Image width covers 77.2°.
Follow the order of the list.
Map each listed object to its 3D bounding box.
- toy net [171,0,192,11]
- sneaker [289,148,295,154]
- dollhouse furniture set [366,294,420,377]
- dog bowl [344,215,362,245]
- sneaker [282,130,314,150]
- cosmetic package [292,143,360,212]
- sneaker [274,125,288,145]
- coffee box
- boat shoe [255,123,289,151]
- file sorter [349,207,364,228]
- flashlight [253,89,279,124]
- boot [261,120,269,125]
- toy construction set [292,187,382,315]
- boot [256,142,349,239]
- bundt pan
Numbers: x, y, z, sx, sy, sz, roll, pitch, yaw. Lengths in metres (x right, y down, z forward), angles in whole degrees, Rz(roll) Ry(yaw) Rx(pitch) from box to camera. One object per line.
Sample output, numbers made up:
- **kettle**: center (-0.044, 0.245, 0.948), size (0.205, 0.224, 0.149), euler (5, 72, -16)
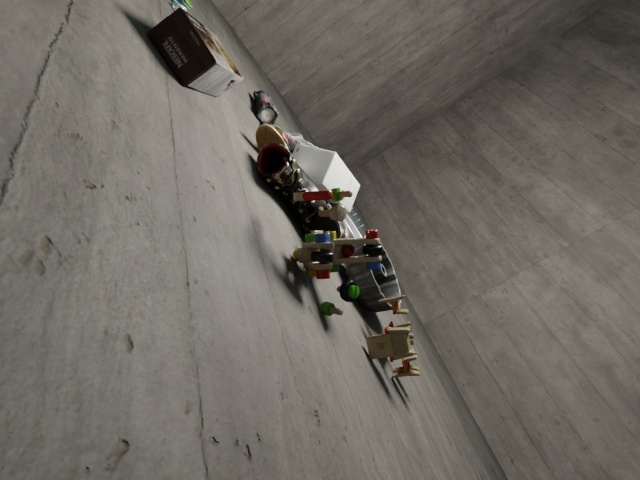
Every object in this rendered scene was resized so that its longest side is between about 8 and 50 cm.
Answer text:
- **toy net**: center (-0.570, -0.957, 1.610), size (0.122, 0.045, 0.232), euler (47, 16, -45)
- **sneaker**: center (-0.124, -0.387, 1.867), size (0.118, 0.083, 0.222), euler (47, 16, -42)
- **dollhouse furniture set**: center (0.236, 0.322, 1.325), size (0.259, 0.135, 0.261), euler (22, 58, -76)
- **dog bowl**: center (0.117, -0.013, 1.826), size (0.264, 0.104, 0.265), euler (55, 11, -16)
- **sneaker**: center (-0.138, -0.502, 2.144), size (0.105, 0.115, 0.281), euler (-2, 35, -34)
- **cosmetic package**: center (0.020, -0.269, 1.782), size (0.197, 0.155, 0.366), euler (18, -6, 27)
- **sneaker**: center (-0.206, -0.551, 2.069), size (0.067, 0.042, 0.118), euler (-104, 167, -47)
- **coffee box**: center (-0.358, -0.547, 1.203), size (0.168, 0.119, 0.297), euler (57, 11, -9)
- **boat shoe**: center (-0.172, -0.341, 1.521), size (0.277, 0.098, 0.096), euler (59, 6, -51)
- **file sorter**: center (0.173, -0.133, 2.398), size (0.170, 0.105, 0.118), euler (58, 12, 0)
- **flashlight**: center (-0.266, -0.650, 1.948), size (0.304, 0.104, 0.103), euler (-107, -172, -56)
- **boot**: center (-0.228, -0.485, 1.808), size (0.106, 0.037, 0.114), euler (38, 17, -28)
- **toy construction set**: center (0.000, 0.000, 1.108), size (0.237, 0.257, 0.308), euler (5, -57, 46)
- **boot**: center (-0.063, -0.144, 1.318), size (0.284, 0.138, 0.377), euler (48, 11, -45)
- **bundt pan**: center (0.199, 0.139, 1.604), size (0.331, 0.124, 0.330), euler (49, 28, -39)
